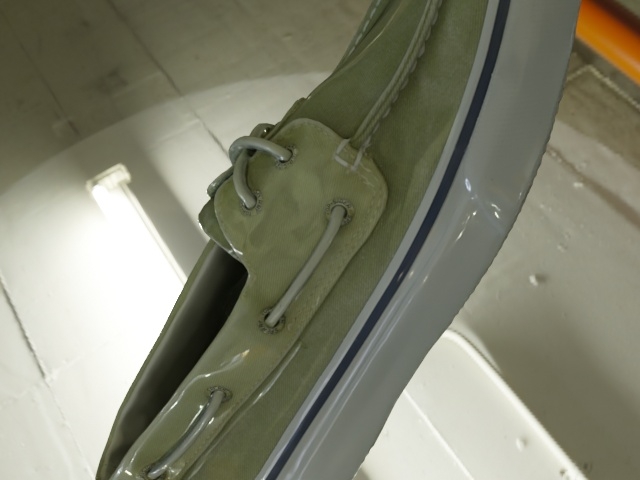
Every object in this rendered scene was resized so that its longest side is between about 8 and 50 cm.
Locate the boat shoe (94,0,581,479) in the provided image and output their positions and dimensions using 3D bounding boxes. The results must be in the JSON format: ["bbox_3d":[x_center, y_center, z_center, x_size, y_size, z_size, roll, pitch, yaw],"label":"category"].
[{"bbox_3d":[0.000,0.000,0.358,0.094,0.302,0.109,19,-166,-21],"label":"boat shoe"}]
